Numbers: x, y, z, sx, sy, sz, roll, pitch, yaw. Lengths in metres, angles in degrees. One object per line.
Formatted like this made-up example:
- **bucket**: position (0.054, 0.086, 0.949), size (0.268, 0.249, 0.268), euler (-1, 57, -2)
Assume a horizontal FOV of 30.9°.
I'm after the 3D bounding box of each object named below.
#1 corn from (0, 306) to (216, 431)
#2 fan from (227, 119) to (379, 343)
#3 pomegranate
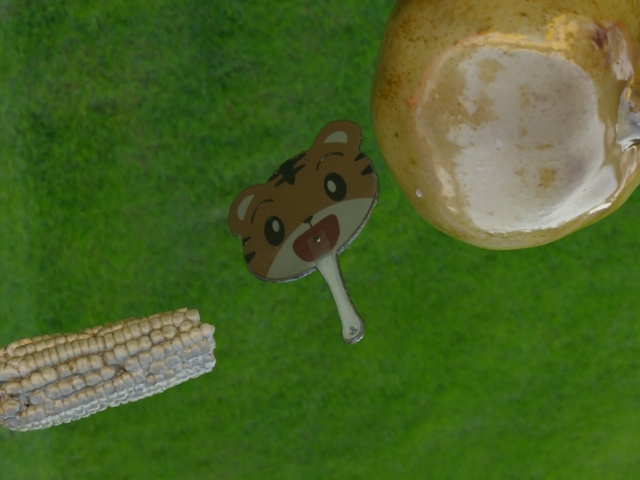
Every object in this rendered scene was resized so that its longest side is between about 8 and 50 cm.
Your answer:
- **corn**: position (-0.199, 0.114, 1.062), size (0.210, 0.087, 0.087), euler (-14, 145, -9)
- **fan**: position (0.000, 0.000, 0.980), size (0.152, 0.227, 0.008), euler (-35, 136, 13)
- **pomegranate**: position (0.260, -0.183, 1.461), size (0.416, 0.417, 0.417), euler (-13, 145, -9)
